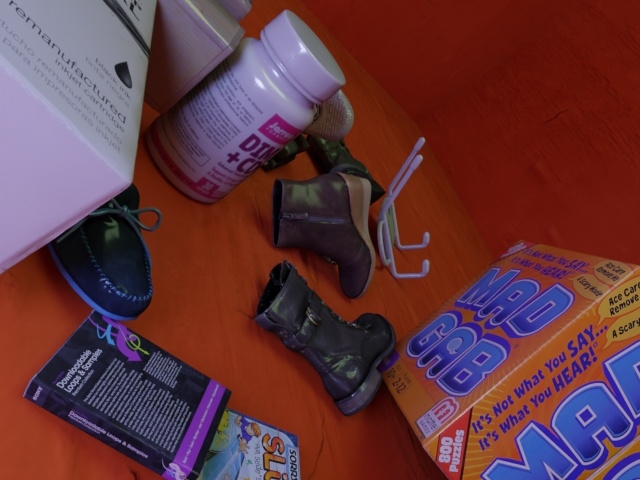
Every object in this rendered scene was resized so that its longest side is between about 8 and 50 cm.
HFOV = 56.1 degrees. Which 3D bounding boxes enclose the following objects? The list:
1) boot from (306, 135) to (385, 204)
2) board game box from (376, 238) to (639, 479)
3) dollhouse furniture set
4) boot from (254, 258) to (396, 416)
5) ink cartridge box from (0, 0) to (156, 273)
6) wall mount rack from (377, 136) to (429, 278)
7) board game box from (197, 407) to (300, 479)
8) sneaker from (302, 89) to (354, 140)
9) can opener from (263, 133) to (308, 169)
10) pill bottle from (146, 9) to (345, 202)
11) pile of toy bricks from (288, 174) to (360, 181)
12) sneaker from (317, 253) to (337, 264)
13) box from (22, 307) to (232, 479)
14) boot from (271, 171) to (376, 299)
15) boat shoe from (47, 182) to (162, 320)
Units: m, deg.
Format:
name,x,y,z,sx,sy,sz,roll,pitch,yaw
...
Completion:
name,x,y,z,sx,sy,sz,roll,pitch,yaw
boot,0.032,-0.187,1.478,0.223,0.118,0.338,55,9,12
board game box,0.354,0.259,0.936,0.356,0.356,0.356,50,-1,-7
dollhouse furniture set,-0.223,-0.412,0.900,0.256,0.362,0.394,44,35,-24
boot,0.010,0.120,0.937,0.229,0.091,0.263,50,23,-10
ink cartridge box,-0.302,-0.212,0.517,0.285,0.166,0.395,49,18,-39
wall mount rack,0.214,-0.084,1.519,0.350,0.130,0.304,-65,147,-67
board game box,-0.079,0.259,0.572,0.136,0.035,0.201,30,29,-26
sneaker,-0.037,-0.320,1.366,0.366,0.137,0.210,37,9,29
can opener,-0.105,-0.197,1.218,0.095,0.076,0.283,53,19,-3
pill bottle,-0.112,-0.197,0.904,0.160,0.283,0.160,44,23,-24
pile of toy bricks,-0.012,-0.089,1.240,0.105,0.118,0.212,31,31,21
sneaker,0.021,0.028,1.191,0.083,0.031,0.035,12,45,-60
box,-0.168,0.141,0.553,0.162,0.029,0.116,35,23,-8
boot,0.000,0.000,1.104,0.206,0.249,0.090,-8,14,-35
boat shoe,-0.238,-0.039,0.630,0.258,0.089,0.109,56,19,21
